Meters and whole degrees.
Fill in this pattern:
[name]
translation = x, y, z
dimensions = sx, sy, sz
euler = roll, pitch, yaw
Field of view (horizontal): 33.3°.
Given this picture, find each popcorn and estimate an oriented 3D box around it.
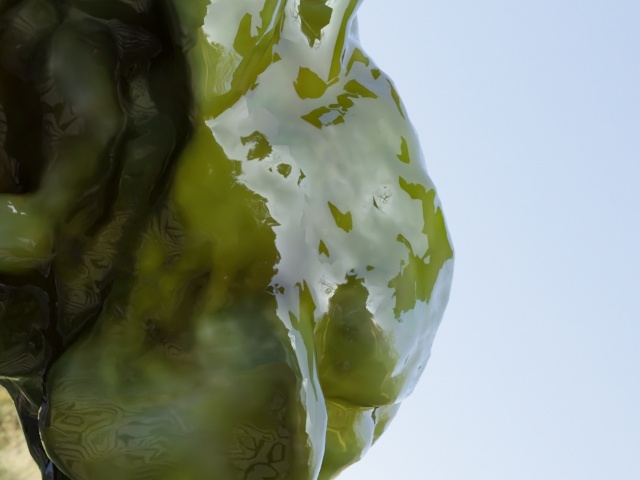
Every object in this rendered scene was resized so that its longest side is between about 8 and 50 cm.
[popcorn]
translation = -0.069, -0.031, 0.541
dimensions = 0.293, 0.292, 0.334
euler = -58, 130, -63
